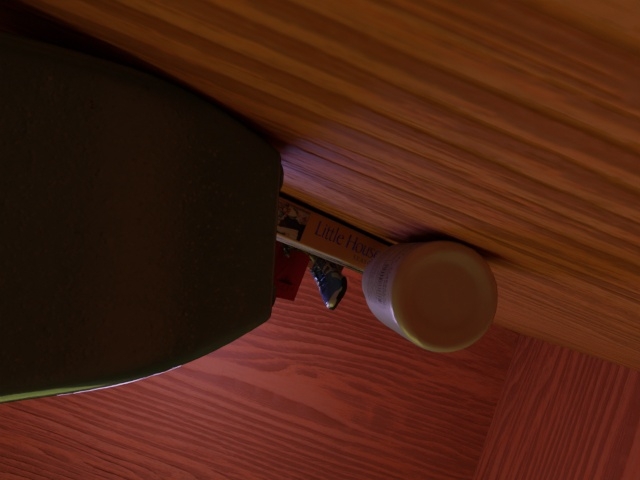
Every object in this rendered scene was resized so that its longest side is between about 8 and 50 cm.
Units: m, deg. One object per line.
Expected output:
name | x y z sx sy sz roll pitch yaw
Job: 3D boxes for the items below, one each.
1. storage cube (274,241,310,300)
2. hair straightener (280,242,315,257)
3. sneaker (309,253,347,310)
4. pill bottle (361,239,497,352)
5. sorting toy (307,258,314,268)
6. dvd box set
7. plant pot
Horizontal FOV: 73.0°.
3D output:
storage cube | -0.154 0.036 1.173 0.215 0.193 0.183 19 176 27
hair straightener | -0.083 0.005 1.024 0.047 0.089 0.230 -31 148 35
sneaker | 0.012 0.092 1.055 0.081 0.080 0.211 26 -158 -17
pill bottle | 0.132 0.067 0.604 0.131 0.131 0.229 21 176 -6
sorting toy | -0.137 0.012 1.496 0.255 0.089 0.257 21 176 -8
dvd box set | 0.000 0.000 0.852 0.420 0.062 0.307 23 176 -31
plant pot | -0.170 -0.011 0.390 0.252 0.247 0.248 4 180 -15
